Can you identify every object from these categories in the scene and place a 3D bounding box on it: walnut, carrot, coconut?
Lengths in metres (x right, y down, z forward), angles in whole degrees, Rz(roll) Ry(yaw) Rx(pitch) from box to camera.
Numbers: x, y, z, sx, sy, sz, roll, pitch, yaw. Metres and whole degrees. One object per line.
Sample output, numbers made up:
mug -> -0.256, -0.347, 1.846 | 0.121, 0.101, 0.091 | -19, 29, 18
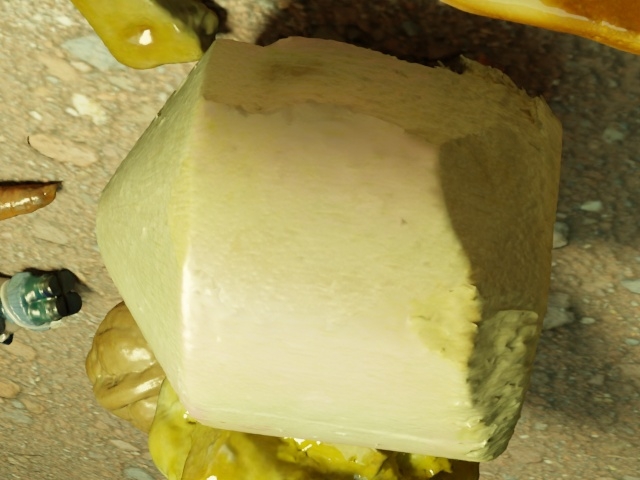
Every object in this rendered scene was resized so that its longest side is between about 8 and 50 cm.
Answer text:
walnut -> -0.160, 0.126, 1.419 | 0.166, 0.149, 0.166 | 27, 134, 31
carrot -> -0.337, -0.030, 1.316 | 0.224, 0.057, 0.057 | -5, 146, 26
coconut -> 0.000, 0.000, 0.972 | 0.309, 0.297, 0.297 | 10, 151, 4

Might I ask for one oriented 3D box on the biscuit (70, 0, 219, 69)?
biscuit -> -0.109, -0.184, 0.952 | 0.174, 0.039, 0.183 | -2, 147, 24

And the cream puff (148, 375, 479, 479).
cream puff -> 0.029, 0.150, 1.190 | 0.291, 0.324, 0.257 | 41, 121, 10

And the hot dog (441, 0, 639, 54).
hot dog -> 0.193, -0.170, 0.775 | 0.337, 0.100, 0.135 | 12, 143, 3

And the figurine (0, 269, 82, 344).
figurine -> -0.321, 0.072, 1.462 | 0.149, 0.087, 0.086 | -9, 106, 35
